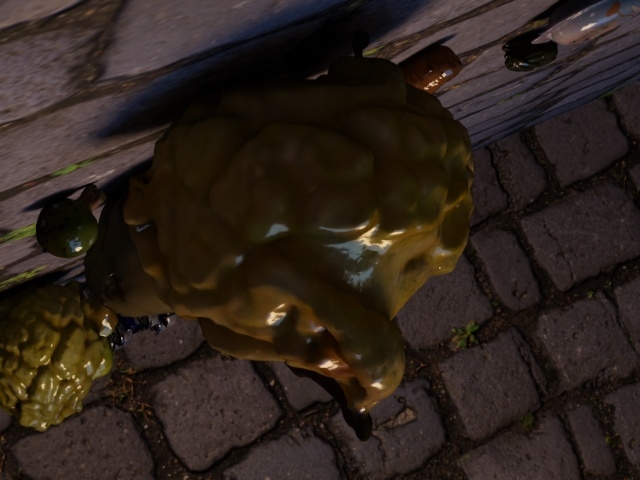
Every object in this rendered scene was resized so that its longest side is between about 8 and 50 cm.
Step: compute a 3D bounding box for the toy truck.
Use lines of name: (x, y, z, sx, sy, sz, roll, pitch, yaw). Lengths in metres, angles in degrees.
toy truck: (-0.318, 0.087, 2.402, 0.124, 0.155, 0.268, -23, 175, -33)

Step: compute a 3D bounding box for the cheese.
cheese: (0.377, -0.303, 1.745, 0.245, 0.052, 0.135, -25, 177, 31)

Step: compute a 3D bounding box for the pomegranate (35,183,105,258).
pomegranate: (-0.273, -0.022, 1.511, 0.084, 0.073, 0.073, -64, 163, 17)

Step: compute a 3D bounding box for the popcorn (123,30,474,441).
popcorn: (0.000, 0.000, 1.321, 0.349, 0.381, 0.349, -9, -179, 0)

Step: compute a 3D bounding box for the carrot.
carrot: (0.103, -0.182, 1.675, 0.060, 0.060, 0.186, -22, 177, -41)

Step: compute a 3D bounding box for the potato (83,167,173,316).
potato: (-0.179, -0.001, 1.631, 0.165, 0.165, 0.262, -22, 177, -45)

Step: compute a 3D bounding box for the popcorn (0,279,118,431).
popcorn: (-0.460, 0.180, 2.290, 0.270, 0.224, 0.258, -34, -169, 20)

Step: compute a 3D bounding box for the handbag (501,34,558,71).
handbag: (0.290, -0.259, 1.919, 0.072, 0.047, 0.111, -19, -179, 40)
